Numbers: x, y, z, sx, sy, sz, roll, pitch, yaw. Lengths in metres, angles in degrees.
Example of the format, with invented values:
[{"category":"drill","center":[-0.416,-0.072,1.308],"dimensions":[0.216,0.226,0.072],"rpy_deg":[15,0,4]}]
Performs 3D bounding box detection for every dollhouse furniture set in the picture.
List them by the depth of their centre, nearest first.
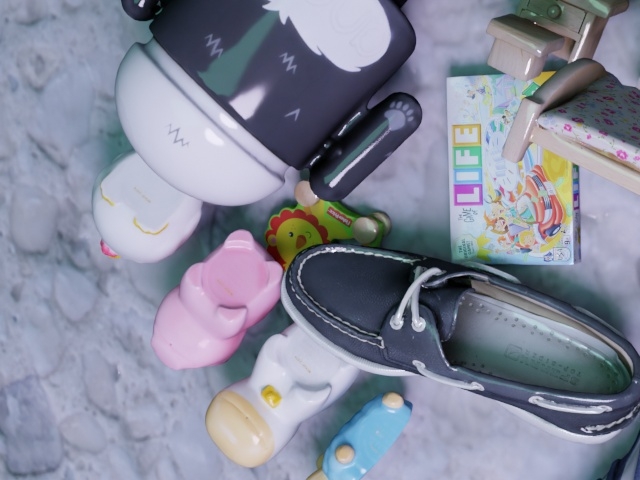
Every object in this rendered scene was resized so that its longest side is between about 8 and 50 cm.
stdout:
[{"category":"dollhouse furniture set","center":[0.217,-0.128,0.784],"dimensions":[0.303,0.355,0.174],"rpy_deg":[29,118,21]}]

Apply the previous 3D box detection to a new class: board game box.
[{"category":"board game box","center":[0.156,-0.058,1.016],"dimensions":[0.103,0.026,0.154],"rpy_deg":[0,95,26]}]

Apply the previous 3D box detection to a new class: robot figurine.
[{"category":"robot figurine","center":[-0.036,-0.155,1.004],"dimensions":[0.278,0.173,0.209],"rpy_deg":[-46,46,5]}]

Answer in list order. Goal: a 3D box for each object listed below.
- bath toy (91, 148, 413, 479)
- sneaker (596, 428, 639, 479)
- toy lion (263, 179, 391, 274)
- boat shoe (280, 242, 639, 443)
[{"category":"bath toy","center":[-0.078,0.073,1.092],"dimensions":[0.151,0.129,0.348],"rpy_deg":[-37,79,-15]},{"category":"sneaker","center":[0.197,0.256,0.982],"dimensions":[0.131,0.112,0.319],"rpy_deg":[22,103,19]},{"category":"toy lion","center":[0.000,0.000,1.096],"dimensions":[0.100,0.034,0.096],"rpy_deg":[32,115,19]},{"category":"boat shoe","center":[0.109,0.063,0.984],"dimensions":[0.302,0.091,0.114],"rpy_deg":[17,68,10]}]
